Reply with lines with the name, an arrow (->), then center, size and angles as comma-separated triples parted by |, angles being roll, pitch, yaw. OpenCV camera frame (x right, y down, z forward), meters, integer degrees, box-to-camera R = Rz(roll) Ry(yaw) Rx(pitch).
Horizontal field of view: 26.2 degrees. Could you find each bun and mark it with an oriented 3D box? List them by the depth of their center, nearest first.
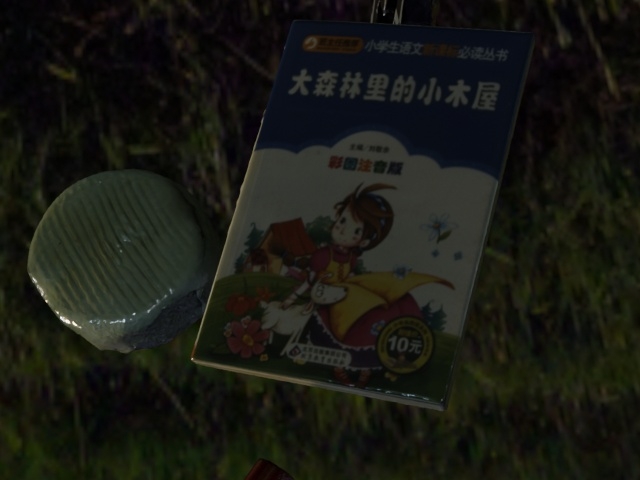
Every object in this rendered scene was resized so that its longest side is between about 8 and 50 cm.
bun -> -0.210, 0.024, 1.521 | 0.221, 0.221, 0.108 | -10, 150, 6

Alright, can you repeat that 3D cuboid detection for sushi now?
sushi -> 0.121, -0.321, 1.920 | 0.064, 0.359, 0.343 | 4, 119, -5

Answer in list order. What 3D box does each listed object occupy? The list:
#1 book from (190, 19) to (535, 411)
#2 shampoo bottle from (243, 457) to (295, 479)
book -> 0.035, -0.034, 1.130 | 0.228, 0.322, 0.018 | 7, 163, 24
shampoo bottle -> -0.112, 0.363, 1.474 | 0.064, 0.260, 0.102 | 25, 156, 27
